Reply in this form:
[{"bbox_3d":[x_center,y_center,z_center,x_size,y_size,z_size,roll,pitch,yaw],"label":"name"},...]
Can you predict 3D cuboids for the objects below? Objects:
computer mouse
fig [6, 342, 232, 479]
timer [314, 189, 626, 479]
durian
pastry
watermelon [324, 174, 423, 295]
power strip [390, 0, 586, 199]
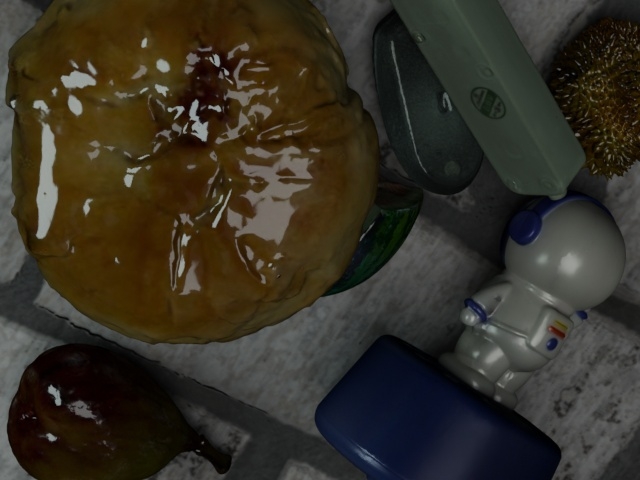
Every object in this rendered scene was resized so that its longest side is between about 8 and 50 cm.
[{"bbox_3d":[0.115,-0.162,1.793,0.113,0.068,0.229,-13,102,-18],"label":"computer mouse"},{"bbox_3d":[-0.218,0.220,1.900,0.274,0.145,0.170,20,113,-25],"label":"fig"},{"bbox_3d":[0.201,0.118,1.842,0.270,0.270,0.383,33,91,-15],"label":"timer"},{"bbox_3d":[0.324,-0.156,1.775,0.158,0.137,0.168,-20,98,8],"label":"durian"},{"bbox_3d":[-0.130,-0.092,1.693,0.410,0.245,0.409,2,101,12],"label":"pastry"},{"bbox_3d":[0.012,0.017,1.816,0.231,0.146,0.128,-40,109,10],"label":"watermelon"},{"bbox_3d":[0.161,-0.190,1.710,0.062,0.091,0.385,-50,120,-26],"label":"power strip"}]
